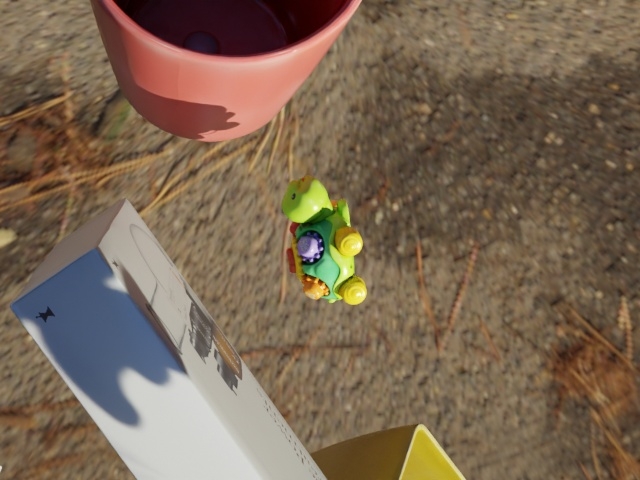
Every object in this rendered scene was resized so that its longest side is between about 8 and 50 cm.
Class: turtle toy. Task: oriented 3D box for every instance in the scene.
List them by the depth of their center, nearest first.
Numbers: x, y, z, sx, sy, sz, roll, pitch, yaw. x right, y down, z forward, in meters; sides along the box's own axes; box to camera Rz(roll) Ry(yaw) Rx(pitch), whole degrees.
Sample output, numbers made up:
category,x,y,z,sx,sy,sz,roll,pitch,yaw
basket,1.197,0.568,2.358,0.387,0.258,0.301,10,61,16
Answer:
category,x,y,z,sx,sy,sz,roll,pitch,yaw
turtle toy,0.000,0.000,1.416,0.066,0.095,0.130,-9,113,-7

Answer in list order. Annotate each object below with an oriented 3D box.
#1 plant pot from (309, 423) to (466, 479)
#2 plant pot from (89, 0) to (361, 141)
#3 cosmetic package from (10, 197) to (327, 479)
category,x,y,z,sx,sy,sz,roll,pitch,yaw
plant pot,0.049,0.349,1.724,0.187,0.212,0.212,-4,138,35
plant pot,-0.102,-0.234,1.476,0.275,0.243,0.275,4,68,-9
cosmetic package,-0.116,0.156,1.376,0.097,0.284,0.377,-34,100,6
